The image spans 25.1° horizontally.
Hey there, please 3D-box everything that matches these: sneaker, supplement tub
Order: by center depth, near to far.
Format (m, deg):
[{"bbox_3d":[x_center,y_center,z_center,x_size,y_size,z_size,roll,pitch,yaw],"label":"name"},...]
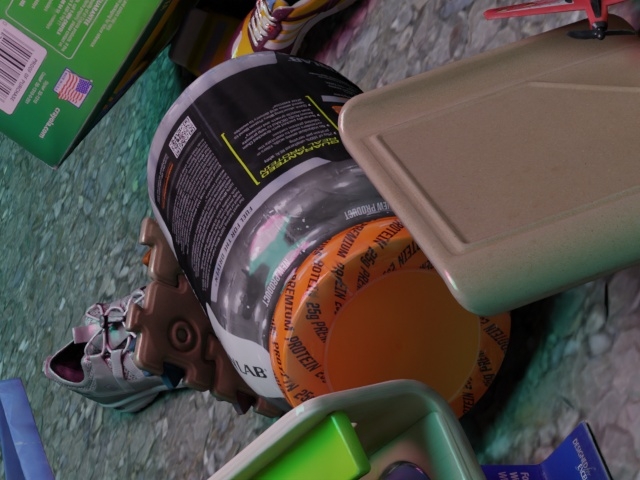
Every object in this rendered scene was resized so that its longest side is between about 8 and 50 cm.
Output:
[{"bbox_3d":[0.000,0.000,1.086,0.207,0.207,0.338,-62,27,15],"label":"supplement tub"},{"bbox_3d":[-0.042,-0.223,1.398,0.185,0.084,0.069,-40,67,26],"label":"sneaker"},{"bbox_3d":[-0.191,0.104,1.458,0.281,0.115,0.105,-43,43,46],"label":"sneaker"}]

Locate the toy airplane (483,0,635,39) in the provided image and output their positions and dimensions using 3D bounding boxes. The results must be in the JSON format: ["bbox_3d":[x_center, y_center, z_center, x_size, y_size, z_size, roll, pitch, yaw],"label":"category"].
[{"bbox_3d":[0.184,-0.172,0.989,0.151,0.151,0.028,-119,11,-56],"label":"toy airplane"}]

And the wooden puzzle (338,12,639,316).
[{"bbox_3d":[0.147,-0.051,0.898,0.238,0.221,0.044,-120,13,-54],"label":"wooden puzzle"}]

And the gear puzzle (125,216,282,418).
[{"bbox_3d":[-0.091,-0.017,1.297,0.044,0.175,0.338,-20,54,45],"label":"gear puzzle"}]

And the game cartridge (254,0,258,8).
[{"bbox_3d":[-0.038,-0.245,1.482,0.017,0.056,0.083,8,80,70],"label":"game cartridge"}]

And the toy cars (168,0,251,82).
[{"bbox_3d":[-0.115,-0.126,1.511,0.176,0.087,0.393,-42,38,43],"label":"toy cars"}]

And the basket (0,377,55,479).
[{"bbox_3d":[-0.261,0.302,1.337,0.255,0.201,0.288,-126,28,-57],"label":"basket"}]

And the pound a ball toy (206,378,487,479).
[{"bbox_3d":[-0.009,0.253,0.921,0.319,0.136,0.208,-45,60,41],"label":"pound a ball toy"}]

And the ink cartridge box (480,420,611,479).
[{"bbox_3d":[0.075,0.273,0.927,0.332,0.065,0.165,-54,31,27],"label":"ink cartridge box"}]

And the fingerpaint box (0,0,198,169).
[{"bbox_3d":[-0.178,-0.344,1.550,0.445,0.163,0.371,-51,7,32],"label":"fingerpaint box"}]
